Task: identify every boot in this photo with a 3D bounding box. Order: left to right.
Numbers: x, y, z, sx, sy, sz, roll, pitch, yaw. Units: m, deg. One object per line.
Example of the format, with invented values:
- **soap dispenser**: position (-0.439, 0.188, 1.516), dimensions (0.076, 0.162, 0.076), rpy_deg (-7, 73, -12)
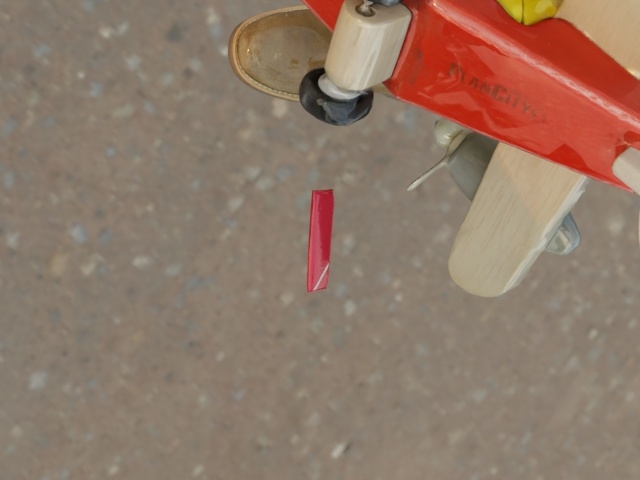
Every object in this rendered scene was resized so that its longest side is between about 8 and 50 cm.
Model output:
- **boot**: position (0.048, -0.209, 1.825), dimensions (0.305, 0.115, 0.112), rpy_deg (2, 89, -26)

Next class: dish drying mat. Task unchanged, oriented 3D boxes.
- **dish drying mat**: position (0.000, 0.000, 1.330), dimensions (0.032, 0.008, 0.083), rpy_deg (-7, 103, -59)

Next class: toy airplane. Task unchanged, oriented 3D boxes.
- **toy airplane**: position (0.202, -0.146, 1.303), dimensions (0.384, 0.386, 0.272), rpy_deg (61, 35, -22)
